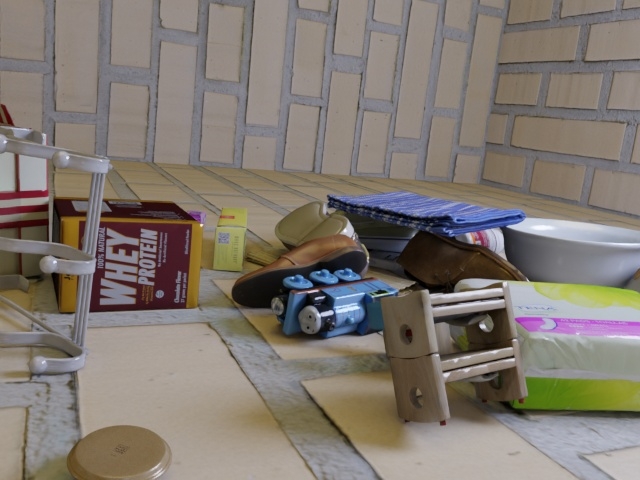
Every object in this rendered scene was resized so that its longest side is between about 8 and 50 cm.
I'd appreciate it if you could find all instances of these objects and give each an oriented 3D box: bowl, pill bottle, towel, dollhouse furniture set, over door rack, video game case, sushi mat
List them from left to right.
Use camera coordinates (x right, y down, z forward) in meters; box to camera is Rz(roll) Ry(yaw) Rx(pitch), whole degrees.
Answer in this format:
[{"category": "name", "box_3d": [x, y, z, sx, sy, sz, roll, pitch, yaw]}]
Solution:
[{"category": "over door rack", "box_3d": [-0.362, -0.007, 0.729, 0.108, 0.239, 0.324, 4, 11, -40]}, {"category": "sushi mat", "box_3d": [0.017, 0.058, 1.158, 0.317, 0.019, 0.151, 15, 14, 39]}, {"category": "video game case", "box_3d": [0.112, 0.027, 1.357, 0.173, 0.022, 0.190, 11, 13, 21]}, {"category": "dollhouse furniture set", "box_3d": [0.109, 0.126, 0.681, 0.129, 0.128, 0.184, -2, -10, -33]}, {"category": "towel", "box_3d": [0.204, -0.068, 1.212, 0.243, 0.040, 0.336, -8, 16, -38]}, {"category": "pill bottle", "box_3d": [0.361, 0.007, 1.421, 0.152, 0.086, 0.086, -3, 15, -41]}, {"category": "bowl", "box_3d": [0.491, 0.042, 1.183, 0.298, 0.134, 0.298, 4, 10, -1]}]

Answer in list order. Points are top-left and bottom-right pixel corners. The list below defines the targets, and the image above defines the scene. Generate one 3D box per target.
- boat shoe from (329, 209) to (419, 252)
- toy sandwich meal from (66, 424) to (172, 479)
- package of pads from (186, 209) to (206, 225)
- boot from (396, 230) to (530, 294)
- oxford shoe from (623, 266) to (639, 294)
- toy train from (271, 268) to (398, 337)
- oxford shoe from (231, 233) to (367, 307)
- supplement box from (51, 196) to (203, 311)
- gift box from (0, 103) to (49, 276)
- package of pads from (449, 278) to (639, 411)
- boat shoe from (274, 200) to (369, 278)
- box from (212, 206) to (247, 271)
[{"category": "boat shoe", "box_3d": [0.078, -0.035, 1.342, 0.302, 0.094, 0.109, 4, 12, -9]}, {"category": "toy sandwich meal", "box_3d": [-0.157, 0.173, 0.472, 0.086, 0.029, 0.085, 9, 15, -2]}, {"category": "package of pads", "box_3d": [-0.311, -0.053, 1.498, 0.050, 0.032, 0.083, 2, 12, -7]}, {"category": "boot", "box_3d": [0.256, 0.065, 1.095, 0.115, 0.112, 0.305, -42, 33, -11]}, {"category": "oxford shoe", "box_3d": [0.693, 0.123, 0.927, 0.449, 0.130, 0.169, 18, 15, 41]}, {"category": "toy train", "box_3d": [0.021, 0.090, 0.856, 0.184, 0.080, 0.105, -4, 21, -43]}, {"category": "oxford shoe", "box_3d": [-0.039, 0.045, 0.937, 0.212, 0.076, 0.076, -17, 42, -14]}, {"category": "supplement box", "box_3d": [-0.298, 0.015, 0.918, 0.191, 0.129, 0.194, 1, 13, -26]}, {"category": "gift box", "box_3d": [-0.575, -0.082, 0.945, 0.276, 0.255, 0.258, 24, 22, 38]}, {"category": "package of pads", "box_3d": [0.337, 0.127, 0.777, 0.297, 0.101, 0.229, 5, 12, -9]}, {"category": "boat shoe", "box_3d": [0.000, 0.000, 1.142, 0.117, 0.096, 0.324, -38, 19, -8]}, {"category": "box", "box_3d": [-0.177, -0.008, 1.211, 0.058, 0.087, 0.232, 5, 12, -7]}]
